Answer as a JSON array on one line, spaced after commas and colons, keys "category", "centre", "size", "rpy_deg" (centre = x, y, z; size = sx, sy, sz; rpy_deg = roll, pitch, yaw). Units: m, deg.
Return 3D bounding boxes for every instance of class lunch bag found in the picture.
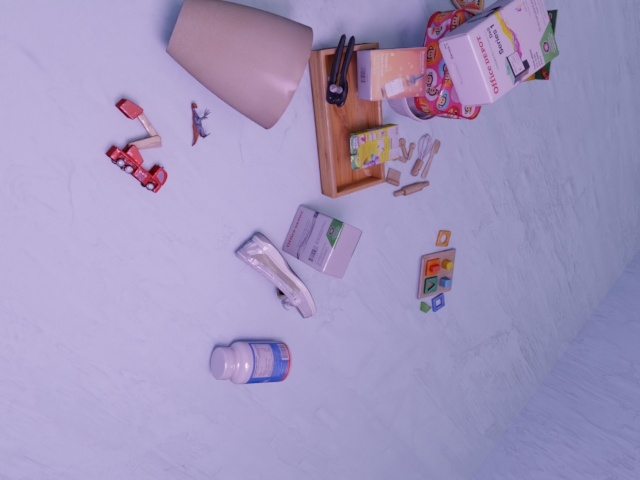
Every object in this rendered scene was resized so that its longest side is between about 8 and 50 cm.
[{"category": "lunch bag", "centre": [0.412, -0.508, 1.450], "size": [0.258, 0.120, 0.293], "rpy_deg": [0, 106, -37]}]

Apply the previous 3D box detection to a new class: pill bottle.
[{"category": "pill bottle", "centre": [-0.205, 0.361, 1.457], "size": [0.221, 0.124, 0.124], "rpy_deg": [9, 101, -37]}]

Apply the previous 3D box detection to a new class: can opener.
[{"category": "can opener", "centre": [0.052, -0.452, 1.306], "size": [0.059, 0.073, 0.186], "rpy_deg": [8, 101, 2]}]

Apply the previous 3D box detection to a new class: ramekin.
[{"category": "ramekin", "centre": [0.298, -0.478, 1.526], "size": [0.207, 0.109, 0.207], "rpy_deg": [-13, 113, -32]}]

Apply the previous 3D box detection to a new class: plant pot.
[{"category": "plant pot", "centre": [-0.197, -0.426, 1.118], "size": [0.274, 0.256, 0.256], "rpy_deg": [19, 95, -24]}]

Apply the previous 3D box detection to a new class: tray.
[{"category": "tray", "centre": [0.083, -0.349, 1.440], "size": [0.202, 0.076, 0.411], "rpy_deg": [-20, 117, -29]}]

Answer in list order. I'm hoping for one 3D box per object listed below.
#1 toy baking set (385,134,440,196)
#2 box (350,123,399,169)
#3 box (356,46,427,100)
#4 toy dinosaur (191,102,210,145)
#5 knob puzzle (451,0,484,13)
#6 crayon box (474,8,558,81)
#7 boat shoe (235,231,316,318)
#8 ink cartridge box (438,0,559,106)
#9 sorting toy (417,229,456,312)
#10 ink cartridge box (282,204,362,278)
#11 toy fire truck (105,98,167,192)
[{"category": "toy baking set", "centre": [0.326, -0.256, 1.677], "size": [0.256, 0.030, 0.197], "rpy_deg": [-16, 115, -31]}, {"category": "box", "centre": [0.153, -0.275, 1.444], "size": [0.179, 0.043, 0.105], "rpy_deg": [-20, 118, -32]}, {"category": "box", "centre": [0.195, -0.460, 1.352], "size": [0.170, 0.091, 0.130], "rpy_deg": [-11, 113, -17]}, {"category": "toy dinosaur", "centre": [-0.302, -0.289, 1.202], "size": [0.090, 0.047, 0.082], "rpy_deg": [-38, 107, -7]}, {"category": "knob puzzle", "centre": [0.476, -0.832, 1.577], "size": [0.213, 0.030, 0.213], "rpy_deg": [-13, 114, -32]}, {"category": "crayon box", "centre": [0.564, -0.606, 1.538], "size": [0.081, 0.318, 0.202], "rpy_deg": [-18, 116, -30]}, {"category": "boat shoe", "centre": [-0.122, 0.120, 1.440], "size": [0.103, 0.118, 0.320], "rpy_deg": [-40, 122, -11]}, {"category": "ink cartridge box", "centre": [0.484, -0.520, 1.329], "size": [0.278, 0.117, 0.201], "rpy_deg": [-37, 114, -14]}, {"category": "sorting toy", "centre": [0.461, 0.132, 1.909], "size": [0.196, 0.047, 0.348], "rpy_deg": [-12, 113, -33]}, {"category": "ink cartridge box", "centre": [0.000, 0.000, 1.421], "size": [0.087, 0.208, 0.153], "rpy_deg": [20, 95, -42]}, {"category": "toy fire truck", "centre": [-0.416, -0.215, 1.138], "size": [0.135, 0.047, 0.192], "rpy_deg": [-53, 129, -10]}]
